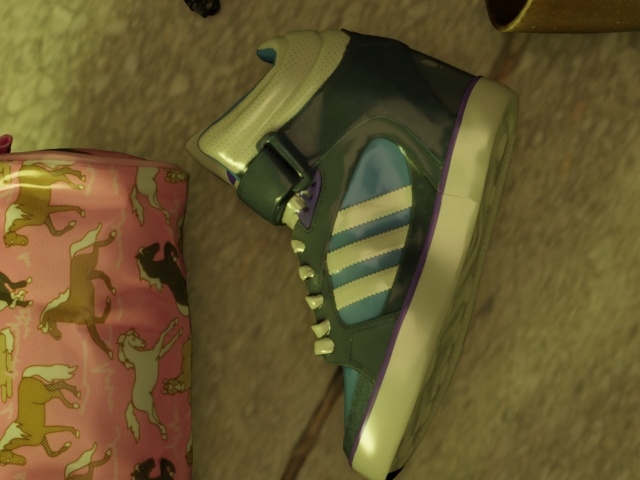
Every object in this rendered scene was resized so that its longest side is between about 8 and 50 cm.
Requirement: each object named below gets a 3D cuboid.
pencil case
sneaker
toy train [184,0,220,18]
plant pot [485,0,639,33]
[{"bbox_3d":[-0.186,0.117,1.484,0.160,0.167,0.386,0,87,43],"label":"pencil case"},{"bbox_3d":[0.000,0.000,1.498,0.236,0.130,0.323,17,94,14],"label":"sneaker"},{"bbox_3d":[-0.055,-0.245,1.552,0.036,0.027,0.158,39,91,15],"label":"toy train"},{"bbox_3d":[0.260,-0.242,1.455,0.230,0.215,0.215,8,88,-10],"label":"plant pot"}]
